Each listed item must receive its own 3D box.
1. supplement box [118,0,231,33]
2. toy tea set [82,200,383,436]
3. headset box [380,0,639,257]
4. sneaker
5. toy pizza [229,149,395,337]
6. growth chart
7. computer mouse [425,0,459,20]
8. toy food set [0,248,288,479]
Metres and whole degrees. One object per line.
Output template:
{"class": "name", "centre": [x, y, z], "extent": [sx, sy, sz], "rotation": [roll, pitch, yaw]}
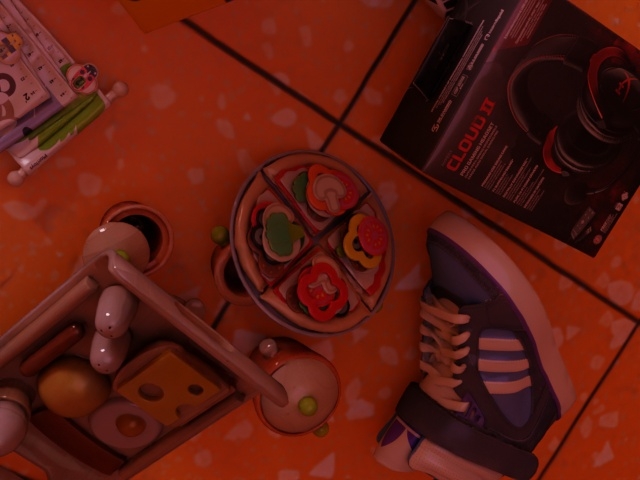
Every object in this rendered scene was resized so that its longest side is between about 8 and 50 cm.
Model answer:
{"class": "supplement box", "centre": [-0.137, -0.369, 0.714], "extent": [0.194, 0.195, 0.356], "rotation": [-14, 138, 24]}
{"class": "toy tea set", "centre": [-0.091, 0.082, 0.986], "extent": [0.336, 0.124, 0.200], "rotation": [19, 98, -23]}
{"class": "headset box", "centre": [0.222, -0.139, 1.021], "extent": [0.293, 0.110, 0.218], "rotation": [24, 102, -30]}
{"class": "sneaker", "centre": [0.142, 0.154, 1.086], "extent": [0.236, 0.130, 0.323], "rotation": [-38, 119, -11]}
{"class": "toy pizza", "centre": [0.000, 0.000, 1.000], "extent": [0.201, 0.032, 0.201], "rotation": [8, 74, -30]}
{"class": "growth chart", "centre": [-0.323, -0.162, 0.894], "extent": [0.172, 0.021, 0.237], "rotation": [-47, 114, -1]}
{"class": "computer mouse", "centre": [0.139, -0.276, 1.019], "extent": [0.106, 0.042, 0.193], "rotation": [-40, 119, -1]}
{"class": "toy food set", "centre": [-0.210, 0.163, 0.928], "extent": [0.306, 0.092, 0.220], "rotation": [-36, 117, 26]}
